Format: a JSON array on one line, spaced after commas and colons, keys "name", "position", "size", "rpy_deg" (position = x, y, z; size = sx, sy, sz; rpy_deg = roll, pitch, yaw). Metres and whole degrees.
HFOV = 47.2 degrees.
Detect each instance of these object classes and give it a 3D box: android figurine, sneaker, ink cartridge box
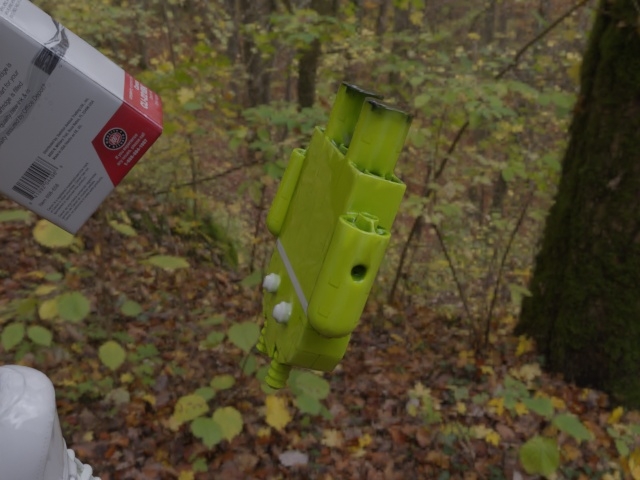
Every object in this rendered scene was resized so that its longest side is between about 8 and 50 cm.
[{"name": "android figurine", "position": [0.000, 0.000, 0.649], "size": [0.056, 0.273, 0.248], "rpy_deg": [15, 19, -18]}, {"name": "sneaker", "position": [-0.136, 0.151, 0.389], "size": [0.115, 0.232, 0.090], "rpy_deg": [1, 38, -19]}, {"name": "ink cartridge box", "position": [-0.363, -0.166, 0.902], "size": [0.197, 0.273, 0.114], "rpy_deg": [-45, 32, 17]}]
